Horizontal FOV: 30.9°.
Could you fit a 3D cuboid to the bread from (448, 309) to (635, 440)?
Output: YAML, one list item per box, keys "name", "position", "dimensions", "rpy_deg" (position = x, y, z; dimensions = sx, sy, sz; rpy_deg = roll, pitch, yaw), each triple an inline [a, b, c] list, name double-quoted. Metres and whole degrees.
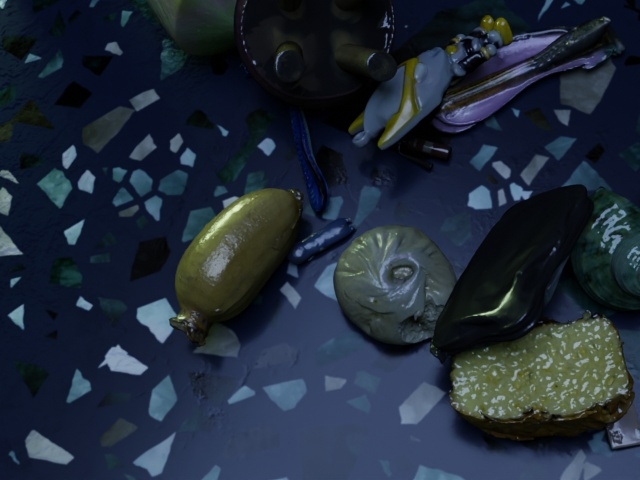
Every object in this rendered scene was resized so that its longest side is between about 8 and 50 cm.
- name: "bread"
  position: [0.329, 0.213, 1.711]
  dimensions: [0.260, 0.147, 0.160]
  rpy_deg: [-14, 59, 17]

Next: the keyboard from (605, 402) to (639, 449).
- name: "keyboard"
  position: [0.441, 0.232, 1.754]
  dimensions: [0.055, 0.017, 0.166]
  rpy_deg: [-10, 68, -1]

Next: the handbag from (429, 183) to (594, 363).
- name: "handbag"
  position: [0.286, 0.047, 1.722]
  dimensions: [0.075, 0.191, 0.332]
  rpy_deg: [49, 50, -19]

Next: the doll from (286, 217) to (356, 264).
- name: "doll"
  position: [0.000, 0.000, 1.897]
  dimensions: [0.125, 0.027, 0.037]
  rpy_deg: [-29, 69, -7]

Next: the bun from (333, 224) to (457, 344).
- name: "bun"
  position: [0.119, 0.069, 1.800]
  dimensions: [0.178, 0.128, 0.193]
  rpy_deg: [-35, 71, -8]

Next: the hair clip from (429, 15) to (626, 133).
- name: "hair clip"
  position: [0.332, -0.292, 1.951]
  dimensions: [0.358, 0.095, 0.110]
  rpy_deg: [-24, 103, 7]

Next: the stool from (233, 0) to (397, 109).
- name: "stool"
  position: [0.004, -0.348, 1.856]
  dimensions: [0.272, 0.178, 0.272]
  rpy_deg: [-1, 94, -12]

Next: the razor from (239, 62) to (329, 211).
- name: "razor"
  position: [-0.043, -0.192, 1.964]
  dimensions: [0.056, 0.093, 0.324]
  rpy_deg: [-10, 67, -35]

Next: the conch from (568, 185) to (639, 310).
- name: "conch"
  position: [0.460, 0.022, 1.764]
  dimensions: [0.188, 0.122, 0.176]
  rpy_deg: [26, 118, 42]

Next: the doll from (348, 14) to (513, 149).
- name: "doll"
  position: [0.178, -0.256, 1.902]
  dimensions: [0.316, 0.103, 0.145]
  rpy_deg: [-37, 48, -6]

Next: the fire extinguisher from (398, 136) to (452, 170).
- name: "fire extinguisher"
  position: [0.166, -0.146, 1.934]
  dimensions: [0.100, 0.032, 0.046]
  rpy_deg: [15, 110, 16]

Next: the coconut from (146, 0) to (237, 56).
- name: "coconut"
  position: [-0.186, -0.425, 1.992]
  dimensions: [0.236, 0.236, 0.204]
  rpy_deg: [46, 115, 20]

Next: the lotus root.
- name: "lotus root"
  position: [-0.140, 0.026, 1.840]
  dimensions: [0.131, 0.146, 0.303]
  rpy_deg: [34, 73, 12]
